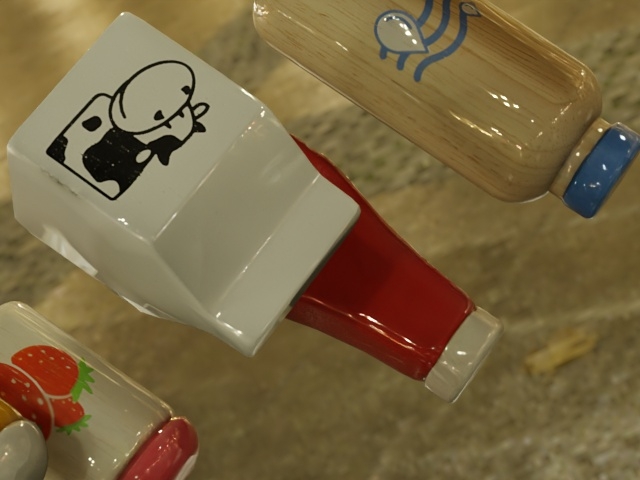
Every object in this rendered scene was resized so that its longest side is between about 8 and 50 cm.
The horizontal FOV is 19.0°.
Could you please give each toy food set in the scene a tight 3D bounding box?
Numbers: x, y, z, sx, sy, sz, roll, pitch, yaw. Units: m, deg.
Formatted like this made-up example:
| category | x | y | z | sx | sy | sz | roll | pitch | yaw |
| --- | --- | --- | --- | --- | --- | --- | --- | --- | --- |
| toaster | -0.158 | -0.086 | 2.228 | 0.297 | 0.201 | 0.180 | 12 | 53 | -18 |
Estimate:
| category | x | y | z | sx | sy | sz | roll | pitch | yaw |
| --- | --- | --- | --- | --- | --- | --- | --- | --- | --- |
| toy food set | 0.000 | 0.000 | 0.431 | 0.232 | 0.104 | 0.111 | -52 | -9 | -22 |
